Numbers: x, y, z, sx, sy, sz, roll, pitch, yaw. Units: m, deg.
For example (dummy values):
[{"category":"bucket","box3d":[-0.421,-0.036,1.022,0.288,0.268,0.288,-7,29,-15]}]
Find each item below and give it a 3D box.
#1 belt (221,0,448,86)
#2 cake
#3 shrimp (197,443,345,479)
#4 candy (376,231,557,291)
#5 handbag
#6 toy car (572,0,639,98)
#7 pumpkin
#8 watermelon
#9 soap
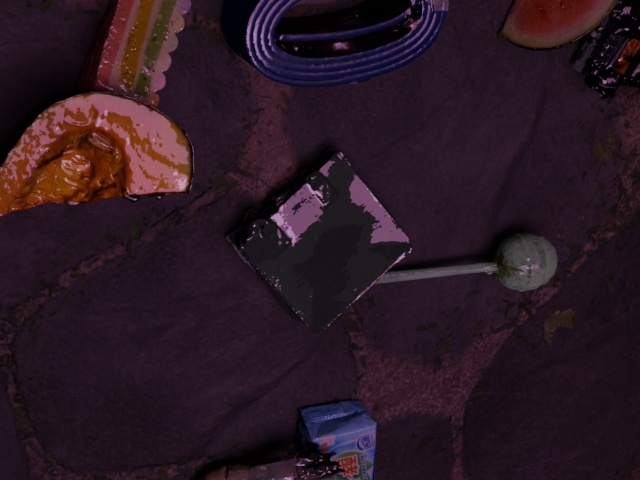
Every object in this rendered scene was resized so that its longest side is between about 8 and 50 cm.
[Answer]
[{"category":"belt","box3d":[0.024,-0.360,1.560,0.347,0.117,0.212,-15,120,-20]},{"category":"cake","box3d":[-0.263,-0.291,1.454,0.109,0.090,0.225,20,102,-30]},{"category":"shrimp","box3d":[-0.092,0.479,1.883,0.289,0.075,0.178,-14,129,-2]},{"category":"candy","box3d":[0.252,0.059,1.908,0.440,0.119,0.119,-7,116,-18]},{"category":"handbag","box3d":[0.001,0.001,1.738,0.247,0.079,0.260,-42,121,-7]},{"category":"toy car","box3d":[0.621,-0.356,1.884,0.301,0.118,0.193,3,124,-31]},{"category":"pumpkin","box3d":[-0.351,-0.139,1.451,0.312,0.148,0.169,-10,109,-14]},{"category":"watermelon","box3d":[0.464,-0.456,1.779,0.303,0.159,0.128,-61,163,11]},{"category":"soap","box3d":[0.029,0.455,1.978,0.156,0.077,0.293,-11,118,-24]}]
